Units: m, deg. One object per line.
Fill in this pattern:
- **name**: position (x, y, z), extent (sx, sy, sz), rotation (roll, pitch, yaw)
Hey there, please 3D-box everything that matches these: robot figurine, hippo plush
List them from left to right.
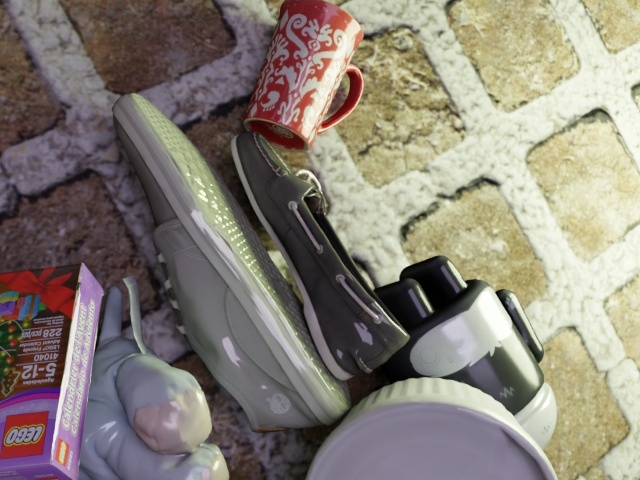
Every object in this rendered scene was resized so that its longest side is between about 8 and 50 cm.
- **hippo plush**: position (-0.244, 0.208, 0.828), extent (0.236, 0.234, 0.294), rotation (-20, 89, -24)
- **robot figurine**: position (0.173, 0.160, 1.042), extent (0.209, 0.173, 0.278), rotation (-31, 93, 11)

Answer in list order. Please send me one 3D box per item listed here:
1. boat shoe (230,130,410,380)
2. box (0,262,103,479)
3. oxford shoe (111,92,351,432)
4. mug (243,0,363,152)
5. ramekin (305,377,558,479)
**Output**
- **boat shoe**: position (0.000, 0.000, 0.997), extent (0.095, 0.112, 0.335), rotation (-29, 73, 14)
- **box**: position (-0.360, 0.135, 0.779), extent (0.293, 0.057, 0.201), rotation (-8, 56, 8)
- **oxford shoe**: position (-0.128, 0.036, 0.963), extent (0.130, 0.169, 0.449), rotation (-31, 91, 12)
- **mug**: position (-0.010, -0.200, 1.067), extent (0.150, 0.113, 0.169), rotation (24, 75, -14)
- **ramekin**: position (0.121, 0.276, 0.915), extent (0.273, 0.127, 0.273), rotation (2, 103, 7)
